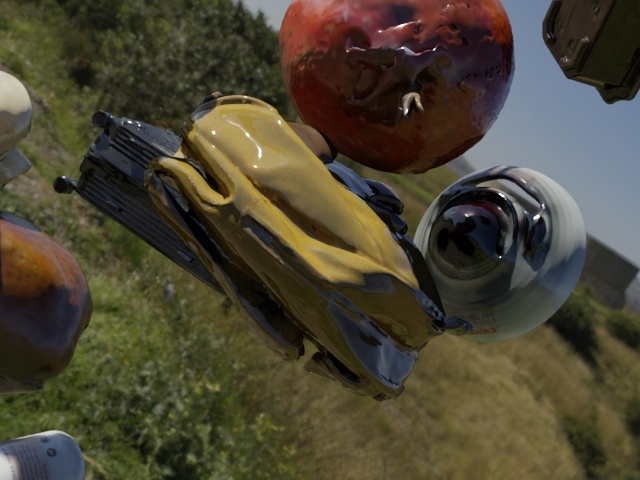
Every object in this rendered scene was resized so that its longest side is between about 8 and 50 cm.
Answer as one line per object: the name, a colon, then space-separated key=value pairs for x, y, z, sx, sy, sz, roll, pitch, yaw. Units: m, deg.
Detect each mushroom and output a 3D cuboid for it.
mushroom: x=-0.596 y=-0.179 z=1.415 sx=0.202 sy=0.246 sz=0.246 roll=50 pitch=0 yaw=-26

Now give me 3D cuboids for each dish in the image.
dish: x=0.229 y=-0.003 z=1.177 sx=0.134 sy=0.273 sz=0.273 roll=33 pitch=6 yaw=-46

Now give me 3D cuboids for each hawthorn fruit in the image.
hawthorn fruit: x=-0.541 y=0.096 z=1.377 sx=0.309 sy=0.324 sz=0.308 roll=9 pitch=35 yaw=-6
hawthorn fruit: x=0.092 y=-0.191 z=0.906 sx=0.276 sy=0.276 sz=0.307 roll=31 pitch=18 yaw=-17

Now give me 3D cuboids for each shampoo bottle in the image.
shampoo bottle: x=-0.309 y=0.222 z=0.721 sx=0.192 sy=0.074 sz=0.074 roll=-6 pitch=34 yaw=-42

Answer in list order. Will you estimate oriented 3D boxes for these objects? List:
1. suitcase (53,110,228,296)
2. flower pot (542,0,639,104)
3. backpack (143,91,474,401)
suitcase: x=-0.206 y=-0.050 z=1.287 sx=0.335 sy=0.152 sz=0.230 roll=34 pitch=8 yaw=13
flower pot: x=0.355 y=-0.301 z=1.003 sx=0.084 sy=0.250 sz=0.178 roll=0 pitch=47 yaw=-14
backpack: x=-0.004 y=0.005 z=0.910 sx=0.378 sy=0.201 sz=0.353 roll=46 pitch=7 yaw=23
